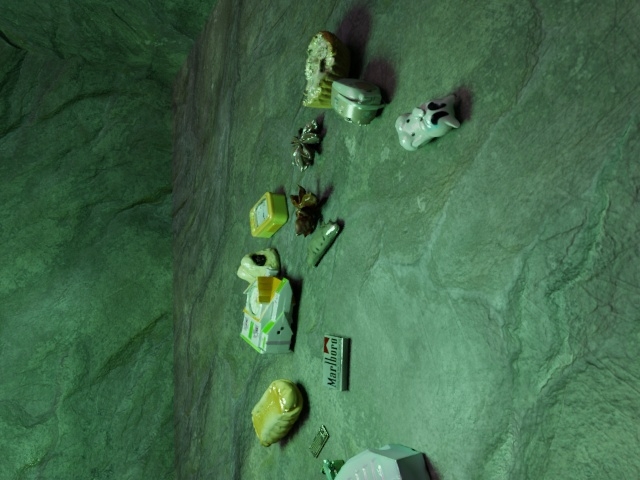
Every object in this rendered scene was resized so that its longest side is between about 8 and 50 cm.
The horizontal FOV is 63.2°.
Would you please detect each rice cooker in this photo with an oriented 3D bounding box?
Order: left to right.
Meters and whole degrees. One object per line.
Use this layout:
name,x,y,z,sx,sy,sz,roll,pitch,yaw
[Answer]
rice cooker,0.116,-0.462,1.707,0.206,0.145,0.127,54,142,42

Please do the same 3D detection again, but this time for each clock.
clock,-0.227,-0.108,2.248,0.202,0.096,0.143,-39,50,48
clock,-0.207,0.269,2.089,0.235,0.166,0.309,18,99,58

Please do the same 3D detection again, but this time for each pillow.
pillow,-0.001,0.000,1.907,0.241,0.051,0.093,-58,40,39

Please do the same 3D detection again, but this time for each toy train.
toy train,0.048,0.767,1.682,0.050,0.081,0.122,-49,47,31

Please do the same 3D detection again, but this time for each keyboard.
keyboard,-0.007,0.712,1.841,0.049,0.015,0.129,56,131,45

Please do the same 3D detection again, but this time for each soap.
soap,0.170,0.692,1.475,0.324,0.109,0.192,-50,46,44

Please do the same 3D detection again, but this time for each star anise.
star anise,-0.061,-0.363,2.038,0.212,0.073,0.196,-8,75,60
star anise,-0.057,-0.107,1.960,0.212,0.111,0.195,0,80,66

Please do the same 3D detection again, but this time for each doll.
doll,0.290,-0.322,1.436,0.181,0.107,0.110,-26,71,54

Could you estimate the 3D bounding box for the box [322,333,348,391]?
box,0.052,0.415,1.774,0.115,0.036,0.177,-3,83,58

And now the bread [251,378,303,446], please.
bread,-0.160,0.656,1.996,0.311,0.121,0.172,-56,45,37

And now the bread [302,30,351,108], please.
bread,0.021,-0.600,1.853,0.274,0.150,0.273,-172,90,-71

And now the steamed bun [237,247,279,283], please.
steamed bun,-0.273,0.120,2.228,0.172,0.156,0.140,-58,39,35
